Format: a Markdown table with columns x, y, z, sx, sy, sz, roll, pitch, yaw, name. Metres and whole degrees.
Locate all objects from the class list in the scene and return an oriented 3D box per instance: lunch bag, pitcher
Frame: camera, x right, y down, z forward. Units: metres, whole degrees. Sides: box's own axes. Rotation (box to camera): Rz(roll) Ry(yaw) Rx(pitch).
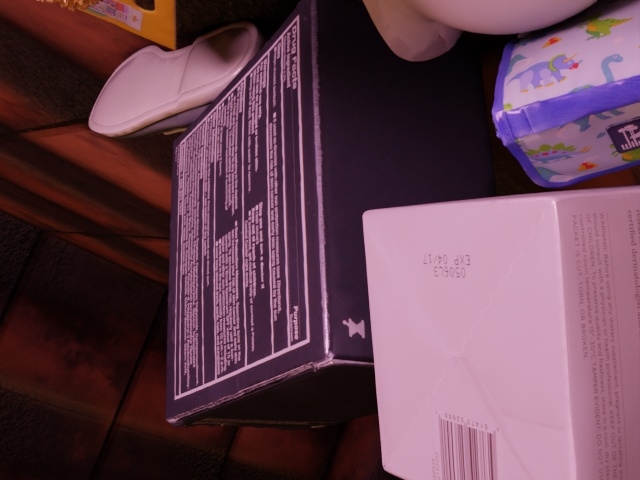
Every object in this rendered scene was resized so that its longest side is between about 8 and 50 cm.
| x | y | z | sx | sy | sz | roll | pitch | yaw | name |
| --- | --- | --- | --- | --- | --- | --- | --- | --- | --- |
| 0.171 | -0.090 | 0.462 | 0.129 | 0.096 | 0.151 | -16 | -173 | 25 | lunch bag |
| 0.074 | -0.196 | 0.477 | 0.178 | 0.125 | 0.207 | 44 | 167 | -18 | pitcher |

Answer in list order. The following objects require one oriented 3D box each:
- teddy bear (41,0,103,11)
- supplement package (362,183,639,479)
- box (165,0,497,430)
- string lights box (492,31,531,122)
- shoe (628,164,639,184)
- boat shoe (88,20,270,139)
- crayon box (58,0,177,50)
| x | y | z | sx | sy | sz | roll | pitch | yaw | name |
| --- | --- | --- | --- | --- | --- | --- | --- | --- | --- |
| -0.051 | -0.187 | 0.362 | 0.245 | 0.113 | 0.338 | -11 | 173 | -37 | teddy bear |
| 0.200 | 0.052 | 0.531 | 0.293 | 0.175 | 0.177 | -6 | -178 | -28 | supplement package |
| 0.000 | 0.000 | 0.734 | 0.183 | 0.296 | 0.294 | 9 | 158 | -29 | box |
| 0.266 | -0.107 | 0.601 | 0.259 | 0.077 | 0.133 | 18 | 165 | 8 | string lights box |
| 0.351 | -0.045 | 0.787 | 0.219 | 0.058 | 0.076 | 39 | -172 | -43 | shoe |
| -0.147 | -0.154 | 0.921 | 0.319 | 0.116 | 0.099 | -4 | 152 | 46 | boat shoe |
| -0.248 | -0.280 | 0.641 | 0.323 | 0.083 | 0.203 | 22 | 166 | -5 | crayon box |
